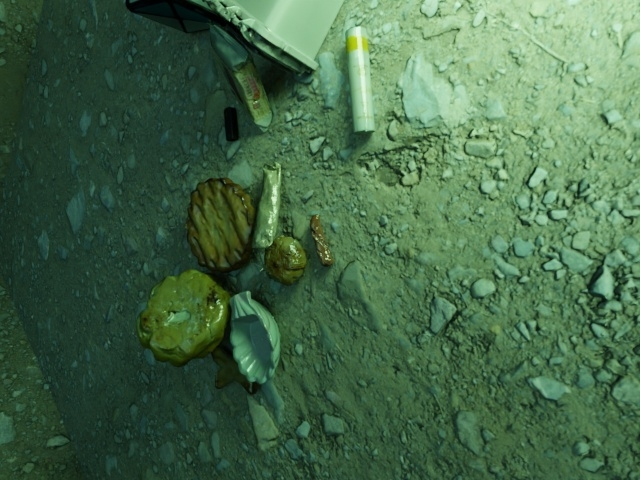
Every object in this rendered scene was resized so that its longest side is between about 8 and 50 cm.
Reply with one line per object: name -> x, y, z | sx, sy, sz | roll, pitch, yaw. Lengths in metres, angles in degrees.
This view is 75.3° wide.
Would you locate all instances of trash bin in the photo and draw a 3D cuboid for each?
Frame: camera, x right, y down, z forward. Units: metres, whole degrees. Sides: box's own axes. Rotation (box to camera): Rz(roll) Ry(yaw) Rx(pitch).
trash bin -> -0.078, -0.654, 1.054 | 0.256, 0.296, 0.368 | 49, 114, 25

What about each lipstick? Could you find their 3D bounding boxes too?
lipstick -> 0.102, -0.407, 1.070 | 0.059, 0.059, 0.264 | -3, 92, 37

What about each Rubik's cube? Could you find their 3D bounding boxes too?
Rubik's cube -> -0.449, -0.838, 1.331 | 0.248, 0.246, 0.250 | 10, 100, 36

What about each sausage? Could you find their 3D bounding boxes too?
sausage -> 0.000, 0.000, 1.199 | 0.036, 0.042, 0.158 | 124, 132, -78

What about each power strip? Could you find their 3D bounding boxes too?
power strip -> -0.300, -0.389, 1.394 | 0.037, 0.029, 0.111 | -5, 89, 38

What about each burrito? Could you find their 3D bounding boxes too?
burrito -> -0.161, -0.105, 1.267 | 0.082, 0.059, 0.275 | -5, 74, 35

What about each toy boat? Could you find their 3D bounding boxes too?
toy boat -> -0.206, 0.307, 1.341 | 0.199, 0.100, 0.290 | -24, 80, 35

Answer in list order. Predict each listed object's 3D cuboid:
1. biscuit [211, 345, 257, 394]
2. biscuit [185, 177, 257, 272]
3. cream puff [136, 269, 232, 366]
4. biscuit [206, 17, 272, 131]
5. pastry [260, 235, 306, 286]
biscuit -> -0.305, 0.449, 1.461 | 0.207, 0.047, 0.164 | -9, 90, 37
biscuit -> -0.327, -0.051, 1.399 | 0.325, 0.107, 0.326 | 6, 101, 35
cream puff -> -0.452, 0.279, 1.452 | 0.291, 0.257, 0.325 | 15, 64, 6
biscuit -> -0.229, -0.474, 1.209 | 0.079, 0.309, 0.186 | -37, 69, -7
pastry -> -0.108, 0.061, 1.257 | 0.153, 0.081, 0.153 | -8, 76, 36
